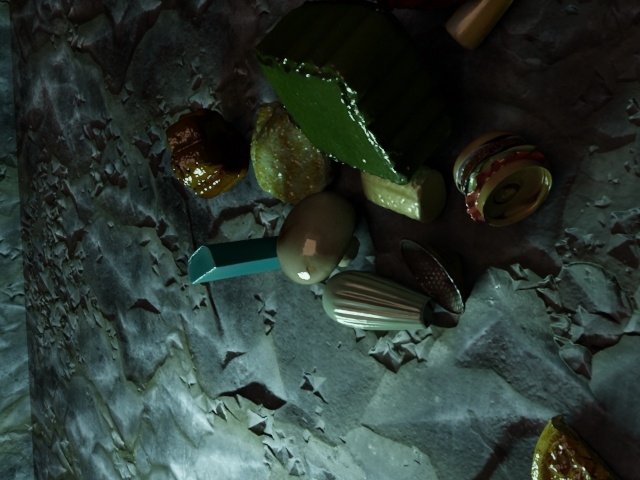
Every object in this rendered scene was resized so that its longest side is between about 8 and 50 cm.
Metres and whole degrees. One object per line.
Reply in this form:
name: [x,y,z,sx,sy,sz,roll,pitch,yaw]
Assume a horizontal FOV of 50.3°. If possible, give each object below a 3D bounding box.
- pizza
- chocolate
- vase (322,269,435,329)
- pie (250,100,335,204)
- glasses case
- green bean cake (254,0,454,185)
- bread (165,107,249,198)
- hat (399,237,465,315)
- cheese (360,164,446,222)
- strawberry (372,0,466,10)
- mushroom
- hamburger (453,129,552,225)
pizza: [0.473,0.462,1.224,0.197,0.058,0.292,-4,93,45]
chocolate: [0.321,-0.448,1.225,0.219,0.085,0.085,-48,63,34]
vase: [0.128,0.138,1.479,0.248,0.128,0.128,9,103,35]
pie: [-0.070,-0.210,1.636,0.274,0.105,0.257,4,108,45]
glasses case: [-0.166,0.036,1.627,0.117,0.301,0.070,-32,74,43]
green bean cake: [0.075,-0.291,1.303,0.218,0.335,0.319,-50,47,-9]
bread: [-0.298,-0.233,1.764,0.135,0.247,0.232,-25,87,28]
hat: [0.250,0.052,1.374,0.193,0.082,0.193,49,167,15]
cheese: [0.171,-0.113,1.403,0.167,0.094,0.123,26,139,41]
strawberry: [0.194,-0.509,1.202,0.220,0.274,0.274,46,127,12]
mushroom: [0.000,0.000,1.548,0.226,0.178,0.226,-41,27,26]
hamburger: [0.317,-0.120,1.221,0.175,0.175,0.137,-59,45,33]
